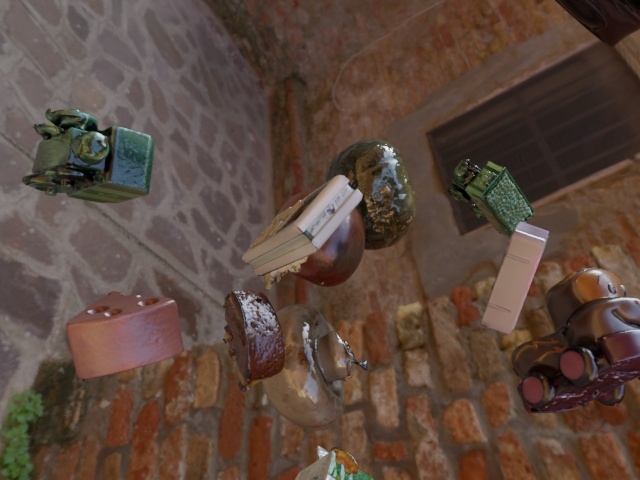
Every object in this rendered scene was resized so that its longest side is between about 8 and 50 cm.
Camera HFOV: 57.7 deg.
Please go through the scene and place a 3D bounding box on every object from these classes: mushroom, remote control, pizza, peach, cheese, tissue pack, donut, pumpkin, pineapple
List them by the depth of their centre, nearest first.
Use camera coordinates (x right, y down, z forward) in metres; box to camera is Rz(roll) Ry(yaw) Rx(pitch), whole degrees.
[{"bbox_3d":[-0.039,-0.015,0.870,0.055,0.277,0.103,44,68,-9],"label":"remote control"},{"bbox_3d":[-0.360,0.180,1.140,0.203,0.177,0.128,-70,155,-78],"label":"cheese"},{"bbox_3d":[-0.087,0.044,1.171,0.077,0.114,0.114,70,33,-67],"label":"pineapple"},{"bbox_3d":[0.055,0.481,1.269,0.083,0.037,0.016,35,-9,28],"label":"pizza"},{"bbox_3d":[-0.146,0.220,1.317,0.126,0.144,0.186,-7,45,-34],"label":"donut"},{"bbox_3d":[0.057,0.612,1.417,0.209,0.148,0.156,40,32,-11],"label":"tissue pack"},{"bbox_3d":[0.000,0.000,1.492,0.252,0.252,0.252,53,22,-34],"label":"peach"},{"bbox_3d":[-0.014,0.352,1.677,0.362,0.295,0.362,-20,90,-78],"label":"mushroom"},{"bbox_3d":[0.152,-0.133,1.754,0.257,0.291,0.327,-28,91,-30],"label":"pumpkin"}]

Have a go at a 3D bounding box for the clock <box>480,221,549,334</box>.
[{"bbox_3d":[0.380,0.071,1.134,0.150,0.063,0.197,-19,127,-65],"label":"clock"}]

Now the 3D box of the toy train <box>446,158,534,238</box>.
[{"bbox_3d":[0.440,-0.108,1.516,0.269,0.115,0.154,39,1,-43],"label":"toy train"}]

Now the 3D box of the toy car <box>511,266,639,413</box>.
[{"bbox_3d":[0.555,0.221,1.251,0.271,0.340,0.240,8,50,-30],"label":"toy car"}]

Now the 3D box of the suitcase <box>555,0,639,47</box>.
[{"bbox_3d":[0.404,-0.501,0.910,0.345,0.188,0.339,19,55,-37],"label":"suitcase"}]

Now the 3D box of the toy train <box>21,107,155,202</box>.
[{"bbox_3d":[-0.500,-0.174,1.267,0.238,0.299,0.166,11,81,-41],"label":"toy train"}]
